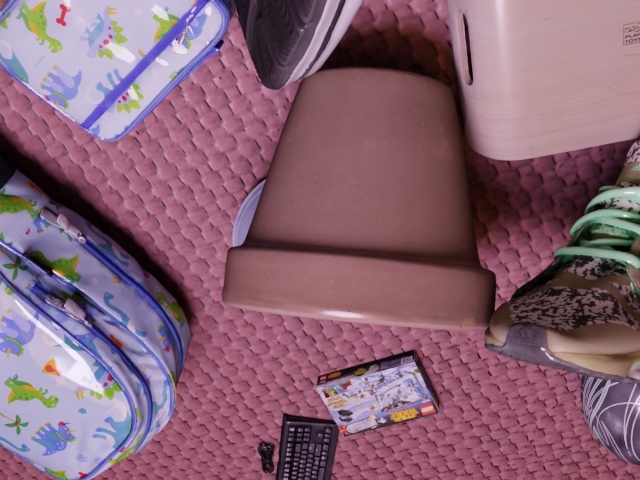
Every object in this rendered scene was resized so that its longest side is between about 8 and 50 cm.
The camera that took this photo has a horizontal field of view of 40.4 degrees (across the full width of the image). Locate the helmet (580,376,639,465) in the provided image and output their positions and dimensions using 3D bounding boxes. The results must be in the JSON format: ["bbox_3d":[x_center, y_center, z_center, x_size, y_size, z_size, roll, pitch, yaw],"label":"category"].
[{"bbox_3d":[0.383,0.179,1.007,0.161,0.169,0.169,6,126,-19],"label":"helmet"}]

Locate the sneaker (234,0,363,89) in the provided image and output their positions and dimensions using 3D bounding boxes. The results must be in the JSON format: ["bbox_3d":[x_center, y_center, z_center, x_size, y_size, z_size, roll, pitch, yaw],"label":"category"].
[{"bbox_3d":[0.089,-0.278,0.676,0.257,0.169,0.447,-11,158,-23],"label":"sneaker"}]

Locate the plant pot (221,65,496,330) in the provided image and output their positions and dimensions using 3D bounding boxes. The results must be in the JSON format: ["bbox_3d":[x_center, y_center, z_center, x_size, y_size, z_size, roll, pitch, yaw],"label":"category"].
[{"bbox_3d":[0.048,-0.038,0.838,0.263,0.263,0.229,6,88,1],"label":"plant pot"}]

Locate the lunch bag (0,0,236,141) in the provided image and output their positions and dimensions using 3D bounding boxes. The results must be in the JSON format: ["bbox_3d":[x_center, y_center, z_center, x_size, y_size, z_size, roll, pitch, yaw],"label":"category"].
[{"bbox_3d":[-0.196,-0.212,0.839,0.219,0.090,0.176,-36,116,28],"label":"lunch bag"}]

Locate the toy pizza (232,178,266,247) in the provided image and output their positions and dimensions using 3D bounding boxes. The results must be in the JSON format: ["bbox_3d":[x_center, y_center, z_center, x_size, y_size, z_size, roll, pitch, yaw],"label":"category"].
[{"bbox_3d":[0.000,0.000,0.997,0.201,0.032,0.201,1,119,2],"label":"toy pizza"}]

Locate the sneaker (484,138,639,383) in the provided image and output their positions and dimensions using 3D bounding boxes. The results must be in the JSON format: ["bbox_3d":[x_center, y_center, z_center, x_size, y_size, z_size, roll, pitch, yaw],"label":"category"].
[{"bbox_3d":[0.278,-0.002,0.808,0.158,0.410,0.182,8,110,39],"label":"sneaker"}]

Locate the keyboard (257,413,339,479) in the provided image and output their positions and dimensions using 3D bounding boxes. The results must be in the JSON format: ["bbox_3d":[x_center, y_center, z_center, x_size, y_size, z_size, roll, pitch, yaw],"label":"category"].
[{"bbox_3d":[-0.037,0.316,1.221,0.108,0.023,0.180,8,123,0],"label":"keyboard"}]

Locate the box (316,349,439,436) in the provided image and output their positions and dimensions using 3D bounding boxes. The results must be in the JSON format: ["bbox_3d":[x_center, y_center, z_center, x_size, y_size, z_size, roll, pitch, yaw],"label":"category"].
[{"bbox_3d":[0.075,0.200,1.129,0.137,0.027,0.094,-17,119,16],"label":"box"}]

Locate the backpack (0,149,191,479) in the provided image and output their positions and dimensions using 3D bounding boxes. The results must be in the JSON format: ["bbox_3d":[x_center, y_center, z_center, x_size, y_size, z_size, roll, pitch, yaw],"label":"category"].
[{"bbox_3d":[-0.322,0.104,0.992,0.355,0.273,0.290,35,114,-31],"label":"backpack"}]

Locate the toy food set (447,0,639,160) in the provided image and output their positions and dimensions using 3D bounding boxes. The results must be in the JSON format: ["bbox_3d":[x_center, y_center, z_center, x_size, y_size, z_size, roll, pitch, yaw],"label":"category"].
[{"bbox_3d":[0.276,-0.210,0.810,0.306,0.092,0.220,-11,122,2],"label":"toy food set"}]
